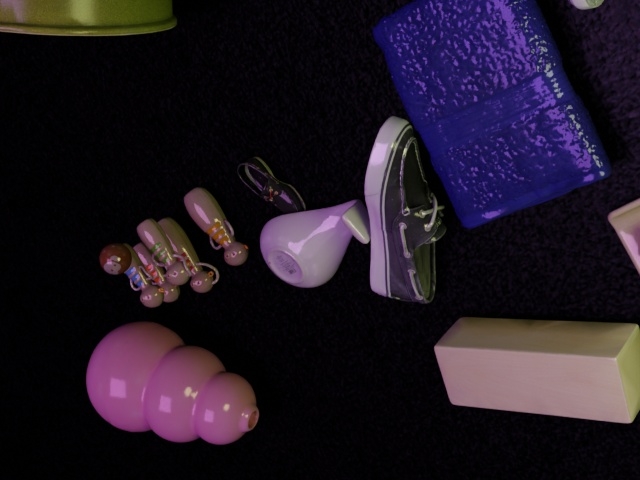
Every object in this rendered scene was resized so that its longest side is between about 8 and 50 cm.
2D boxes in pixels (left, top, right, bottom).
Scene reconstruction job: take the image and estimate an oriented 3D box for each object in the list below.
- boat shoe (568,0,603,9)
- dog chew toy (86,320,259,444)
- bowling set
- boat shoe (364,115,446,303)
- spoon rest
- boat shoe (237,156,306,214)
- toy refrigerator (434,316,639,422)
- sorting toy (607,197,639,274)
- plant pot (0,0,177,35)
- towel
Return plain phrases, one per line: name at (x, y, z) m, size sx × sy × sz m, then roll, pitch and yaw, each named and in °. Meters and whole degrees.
boat shoe at (0.281, -0.376, 1.095) m, size 0.076 × 0.083 × 0.226 m, roll 4°, pitch 101°, yaw 49°
dog chew toy at (-0.264, 0.274, 1.765) m, size 0.331 × 0.206 × 0.207 m, roll 15°, pitch 120°, yaw 24°
bowling set at (-0.281, 0.052, 1.672) m, size 0.154 × 0.200 × 0.287 m, roll 55°, pitch 137°, yaw 3°
boat shoe at (0.127, -0.033, 1.347) m, size 0.102 × 0.108 × 0.301 m, roll 17°, pitch 130°, yaw 24°
spoon rest at (0.000, 0.000, 1.498) m, size 0.137 × 0.084 × 0.276 m, roll 49°, pitch 145°, yaw -10°
boat shoe at (-0.079, -0.080, 1.544) m, size 0.133 × 0.042 × 0.049 m, roll 44°, pitch 129°, yaw 13°
toy refrigerator at (0.303, 0.171, 1.321) m, size 0.269 × 0.094 × 0.102 m, roll -2°, pitch 116°, yaw 40°
sorting toy at (0.469, 0.022, 1.149) m, size 0.193 × 0.038 × 0.208 m, roll -31°, pitch 90°, yaw 43°
plant pot at (-0.388, -0.504, 1.400) m, size 0.366 × 0.366 × 0.353 m, roll 18°, pitch 113°, yaw 32°
towel at (0.219, -0.186, 1.234) m, size 0.227 × 0.076 × 0.308 m, roll -22°, pitch 98°, yaw 40°
